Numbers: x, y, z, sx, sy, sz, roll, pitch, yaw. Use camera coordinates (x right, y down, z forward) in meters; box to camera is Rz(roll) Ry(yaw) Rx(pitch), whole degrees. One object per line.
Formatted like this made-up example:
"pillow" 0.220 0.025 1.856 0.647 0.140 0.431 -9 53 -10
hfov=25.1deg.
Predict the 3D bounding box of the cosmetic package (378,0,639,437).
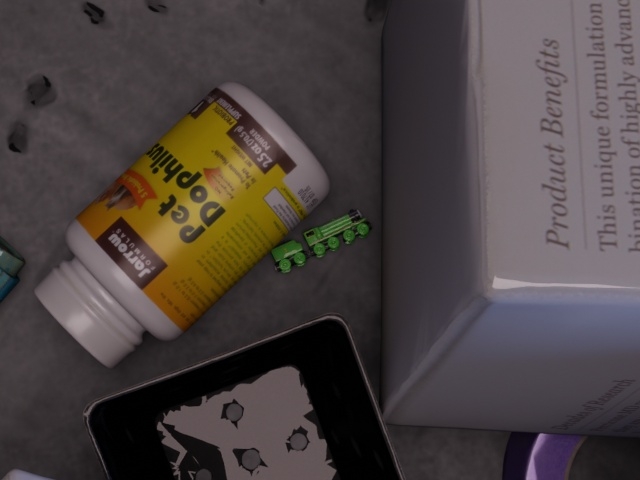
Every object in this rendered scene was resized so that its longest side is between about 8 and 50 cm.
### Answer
"cosmetic package" 0.254 -0.061 0.946 0.394 0.327 0.329 3 70 -6

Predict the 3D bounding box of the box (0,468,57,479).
"box" -0.196 0.333 0.861 0.168 0.215 0.345 22 126 -34

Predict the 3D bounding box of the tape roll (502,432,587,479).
"tape roll" 0.240 0.187 1.100 0.189 0.080 0.189 0 88 -6

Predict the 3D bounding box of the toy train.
"toy train" 0.000 0.000 1.118 0.083 0.017 0.023 -25 80 -5

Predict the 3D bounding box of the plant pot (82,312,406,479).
"plant pot" -0.046 0.168 1.033 0.187 0.167 0.188 -20 89 -5

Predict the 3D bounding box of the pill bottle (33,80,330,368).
"pill bottle" -0.104 -0.008 1.058 0.215 0.117 0.117 -44 92 -5

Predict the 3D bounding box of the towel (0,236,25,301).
"towel" -0.437 0.066 1.068 0.271 0.040 0.370 42 85 -1
